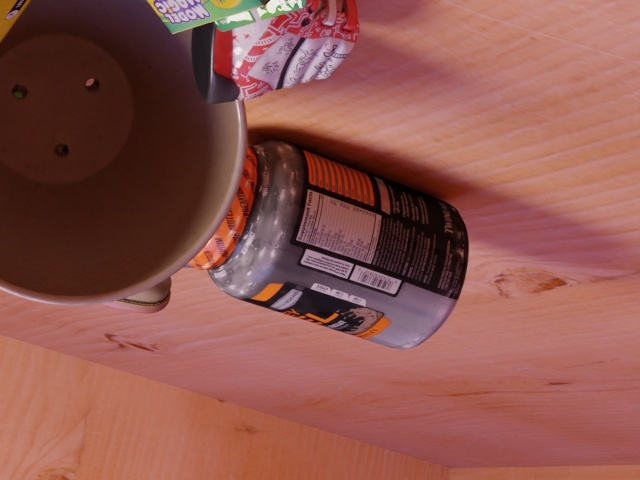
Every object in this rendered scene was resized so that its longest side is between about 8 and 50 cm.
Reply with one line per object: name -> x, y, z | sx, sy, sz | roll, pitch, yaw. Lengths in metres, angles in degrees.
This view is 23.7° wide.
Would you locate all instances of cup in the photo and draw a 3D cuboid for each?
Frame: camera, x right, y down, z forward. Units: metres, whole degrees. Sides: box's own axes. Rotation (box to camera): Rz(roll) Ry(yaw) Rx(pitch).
cup -> -0.262, -0.123, 1.579 | 0.331, 0.331, 0.237 | 17, -172, -19

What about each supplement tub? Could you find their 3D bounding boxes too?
supplement tub -> 0.000, 0.000, 1.919 | 0.338, 0.207, 0.207 | 19, 162, -25

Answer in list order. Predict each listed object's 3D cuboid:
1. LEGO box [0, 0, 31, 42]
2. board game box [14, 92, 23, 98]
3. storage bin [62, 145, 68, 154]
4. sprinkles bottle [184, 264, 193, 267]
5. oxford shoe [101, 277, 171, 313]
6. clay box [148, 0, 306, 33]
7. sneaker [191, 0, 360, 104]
LEGO box -> -0.467, -0.140, 1.195 | 0.372, 0.193, 0.500 | -31, 174, -44
board game box -> -0.373, -0.140, 1.738 | 0.043, 0.181, 0.092 | 10, 164, 4
storage bin -> -0.342, -0.032, 1.941 | 0.084, 0.180, 0.122 | 10, 153, 49
sprinkles bottle -> -0.234, -0.021, 2.167 | 0.355, 0.121, 0.121 | 1, 161, 30
oxford shoe -> -0.335, -0.029, 2.051 | 0.348, 0.123, 0.130 | 33, 120, -10
clay box -> -0.118, -0.255, 1.238 | 0.127, 0.053, 0.222 | -7, 127, 48
sneaker -> -0.034, -0.233, 1.387 | 0.145, 0.090, 0.270 | -12, 149, -18
